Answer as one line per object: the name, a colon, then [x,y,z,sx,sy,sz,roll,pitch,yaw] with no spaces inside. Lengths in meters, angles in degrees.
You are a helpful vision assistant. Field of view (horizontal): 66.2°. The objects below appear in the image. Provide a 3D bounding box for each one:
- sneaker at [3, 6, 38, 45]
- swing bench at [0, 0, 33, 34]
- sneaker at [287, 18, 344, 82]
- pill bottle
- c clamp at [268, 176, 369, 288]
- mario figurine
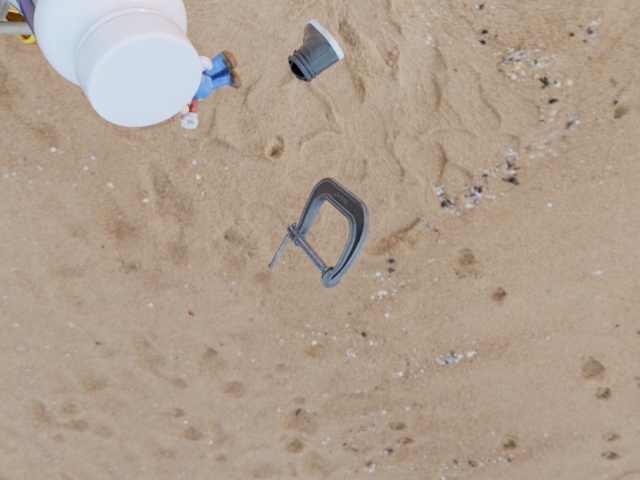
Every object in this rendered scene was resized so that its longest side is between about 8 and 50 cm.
sneaker: [-0.609,-0.462,0.954,0.064,0.067,0.175,-41,104,7]
swing bench: [-0.508,-0.444,0.765,0.255,0.253,0.165,-3,156,26]
sneaker: [-0.042,-0.571,1.481,0.147,0.295,0.104,-34,126,6]
pill bottle: [-0.171,-0.184,0.383,0.112,0.112,0.186,-42,69,22]
c clamp: [0.000,0.000,0.549,0.022,0.161,0.137,19,100,-30]
mario figurine: [-0.396,-0.471,1.579,0.321,0.170,0.198,-34,118,-14]
